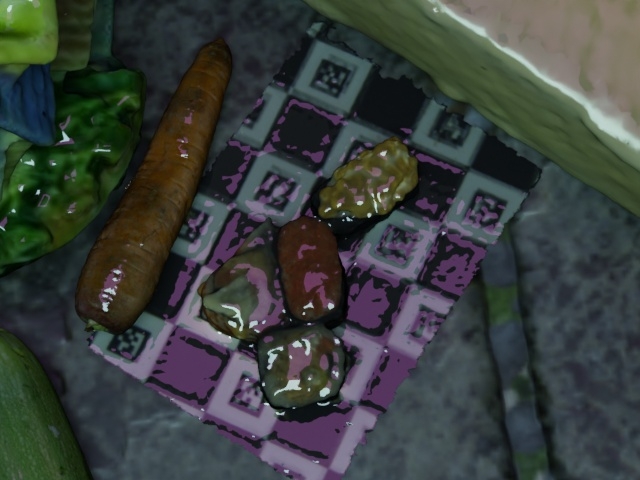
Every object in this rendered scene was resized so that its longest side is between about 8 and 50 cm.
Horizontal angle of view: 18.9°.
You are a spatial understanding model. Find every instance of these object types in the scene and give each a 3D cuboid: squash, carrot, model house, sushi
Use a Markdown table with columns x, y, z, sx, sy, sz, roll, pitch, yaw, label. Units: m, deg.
| x | y | z | sx | sy | sz | roll | pitch | yaw | label |
| --- | --- | --- | --- | --- | --- | --- | --- | --- | --- |
| -0.118 | 0.145 | 0.840 | 0.066 | 0.066 | 0.228 | -22 | 73 | -6 | squash |
| -0.073 | -0.027 | 0.903 | 0.036 | 0.035 | 0.165 | 20 | 65 | 6 | carrot |
| -0.149 | -0.102 | 0.819 | 0.195 | 0.189 | 0.214 | 3 | 69 | -20 | model house |
| 0.000 | 0.000 | 0.897 | 0.139 | 0.031 | 0.201 | 31 | 76 | 10 | sushi |

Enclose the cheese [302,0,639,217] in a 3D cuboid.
| x | y | z | sx | sy | sz | roll | pitch | yaw | label |
| --- | --- | --- | --- | --- | --- | --- | --- | --- | --- |
| 0.136 | -0.230 | 0.897 | 0.384 | 0.104 | 0.383 | 0 | 82 | -1 | cheese |
